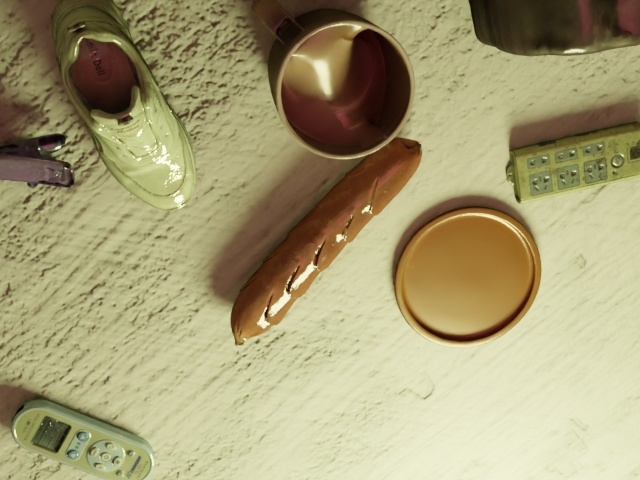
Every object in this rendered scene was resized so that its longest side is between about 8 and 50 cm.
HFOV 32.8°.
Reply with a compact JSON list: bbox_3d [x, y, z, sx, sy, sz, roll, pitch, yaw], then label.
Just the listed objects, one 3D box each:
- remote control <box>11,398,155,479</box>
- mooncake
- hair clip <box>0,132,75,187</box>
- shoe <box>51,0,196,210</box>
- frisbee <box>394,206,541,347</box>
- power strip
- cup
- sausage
[{"bbox_3d":[-0.385,0.329,1.777,0.244,0.047,0.087,26,107,-18],"label":"remote control"},{"bbox_3d":[0.353,-0.358,1.523,0.306,0.306,0.154,-15,110,-4],"label":"mooncake"},{"bbox_3d":[-0.491,-0.109,1.587,0.279,0.090,0.137,3,122,-3],"label":"hair clip"},{"bbox_3d":[-0.276,-0.175,1.525,0.132,0.210,0.342,-24,112,-1],"label":"shoe"},{"bbox_3d":[0.244,0.061,1.802,0.251,0.021,0.250,-3,111,-8],"label":"frisbee"},{"bbox_3d":[0.432,-0.129,1.756,0.268,0.034,0.092,-13,111,-5],"label":"power strip"},{"bbox_3d":[-0.003,-0.254,1.548,0.253,0.200,0.191,42,99,-21],"label":"cup"},{"bbox_3d":[-0.001,-0.001,1.706,0.088,0.088,0.433,40,98,-20],"label":"sausage"}]
